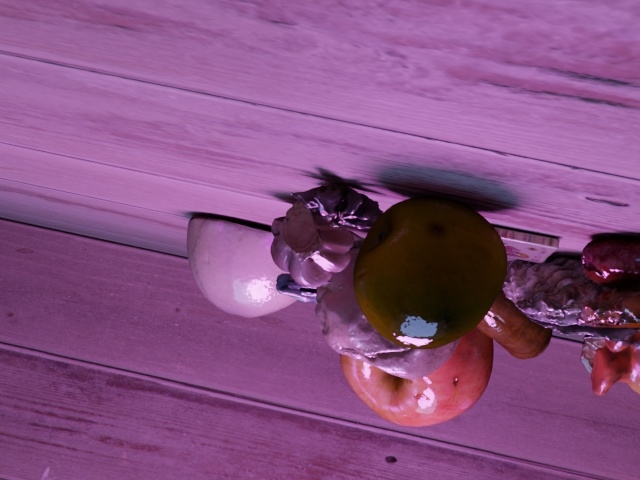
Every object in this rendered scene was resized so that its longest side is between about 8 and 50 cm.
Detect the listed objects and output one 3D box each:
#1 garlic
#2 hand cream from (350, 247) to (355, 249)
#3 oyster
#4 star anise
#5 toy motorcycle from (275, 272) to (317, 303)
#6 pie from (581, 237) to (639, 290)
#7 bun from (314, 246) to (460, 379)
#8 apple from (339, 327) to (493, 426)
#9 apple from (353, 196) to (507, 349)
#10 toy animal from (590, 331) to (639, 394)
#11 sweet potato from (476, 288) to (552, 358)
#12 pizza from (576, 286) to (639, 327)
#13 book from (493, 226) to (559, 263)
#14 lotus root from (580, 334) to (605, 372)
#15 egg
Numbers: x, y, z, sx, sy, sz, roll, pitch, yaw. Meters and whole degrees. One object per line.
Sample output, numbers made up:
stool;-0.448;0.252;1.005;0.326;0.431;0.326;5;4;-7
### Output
garlic;0.000;0.000;1.308;0.131;0.127;0.194;54;-152;17
hand cream;0.141;0.067;1.769;0.314;0.089;0.139;25;175;-22
oyster;0.404;0.076;1.264;0.267;0.112;0.198;3;-167;13
star anise;0.017;-0.047;1.046;0.124;0.056;0.129;11;174;21
toy motorcycle;0.061;0.094;1.646;0.296;0.109;0.198;9;171;-23
pie;0.438;0.041;1.028;0.204;0.054;0.218;16;173;-36
bun;0.130;0.100;1.416;0.281;0.205;0.281;8;-145;-6
apple;0.242;0.265;2.037;0.391;0.392;0.346;8;-161;35
apple;0.129;0.035;1.001;0.157;0.196;0.196;37;168;-13
toy animal;0.702;0.223;1.595;0.338;0.216;0.191;9;-159;2
sweet potato;0.394;0.149;1.688;0.157;0.158;0.369;9;168;28
pizza;0.401;0.088;1.051;0.185;0.052;0.195;6;171;-23
book;0.219;-0.005;1.195;0.231;0.022;0.162;12;174;8
lotus root;0.800;0.253;1.966;0.314;0.142;0.210;14;138;23
egg;-0.160;0.074;1.842;0.337;0.201;0.337;11;174;1
